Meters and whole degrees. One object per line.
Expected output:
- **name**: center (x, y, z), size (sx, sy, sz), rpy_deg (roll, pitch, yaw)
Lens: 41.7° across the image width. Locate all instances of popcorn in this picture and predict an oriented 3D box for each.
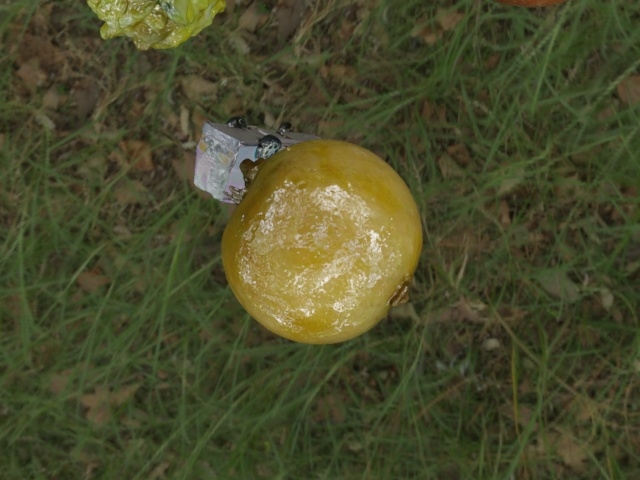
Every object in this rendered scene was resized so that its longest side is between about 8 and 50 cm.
- **popcorn**: center (-0.193, -0.309, 1.006), size (0.173, 0.174, 0.142), rpy_deg (41, 160, -13)

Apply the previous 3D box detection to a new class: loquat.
- **loquat**: center (0.000, 0.000, 0.619), size (0.163, 0.137, 0.163), rpy_deg (2, 95, 23)

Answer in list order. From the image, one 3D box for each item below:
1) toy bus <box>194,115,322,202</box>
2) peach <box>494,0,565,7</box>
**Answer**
- **toy bus**: center (-0.087, -0.133, 1.476), size (0.112, 0.316, 0.138), rpy_deg (33, 110, 32)
- **peach**: center (0.253, -0.399, 0.986), size (0.252, 0.252, 0.253), rpy_deg (5, 120, 8)
